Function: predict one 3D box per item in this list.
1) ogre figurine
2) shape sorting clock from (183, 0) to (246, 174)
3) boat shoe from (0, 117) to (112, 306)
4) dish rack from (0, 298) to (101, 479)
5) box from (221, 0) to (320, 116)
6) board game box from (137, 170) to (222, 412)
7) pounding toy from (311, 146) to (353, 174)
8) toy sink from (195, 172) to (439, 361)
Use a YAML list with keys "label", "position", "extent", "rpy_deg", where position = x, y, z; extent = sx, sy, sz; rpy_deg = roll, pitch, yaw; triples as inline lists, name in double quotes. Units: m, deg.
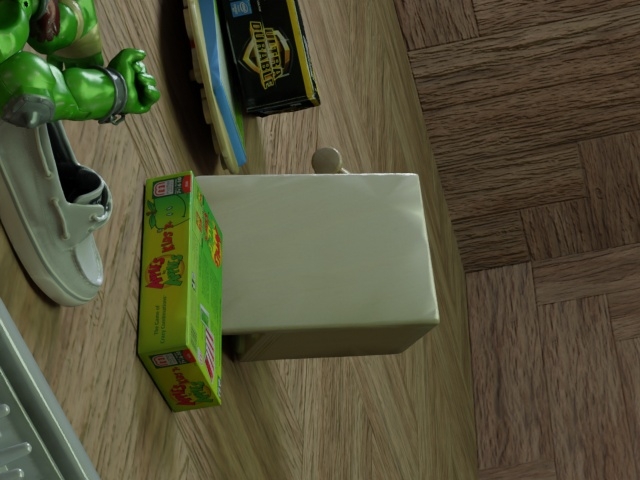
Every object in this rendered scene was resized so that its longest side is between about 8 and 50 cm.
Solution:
- label: "ogre figurine"
  position: [-0.190, -0.140, 0.960]
  extent: [0.197, 0.097, 0.118]
  rpy_deg: [66, 29, -15]
- label: "shape sorting clock"
  position: [-0.109, -0.166, 1.613]
  extent: [0.206, 0.040, 0.206]
  rpy_deg: [-9, 90, -86]
- label: "boat shoe"
  position: [-0.171, -0.029, 1.070]
  extent: [0.066, 0.063, 0.184]
  rpy_deg: [-88, 164, -51]
- label: "dish rack"
  position: [-0.169, 0.156, 0.747]
  extent: [0.285, 0.072, 0.333]
  rpy_deg: [-86, 155, -65]
- label: "box"
  position: [-0.063, -0.263, 1.738]
  extent: [0.322, 0.079, 0.257]
  rpy_deg: [-73, 152, -87]
- label: "board game box"
  position: [-0.115, 0.041, 1.365]
  extent: [0.092, 0.043, 0.181]
  rpy_deg: [68, 16, -50]
- label: "pounding toy"
  position: [0.008, -0.007, 1.703]
  extent: [0.094, 0.181, 0.206]
  rpy_deg: [48, 32, -70]
- label: "toy sink"
  position: [-0.023, 0.029, 1.564]
  extent: [0.131, 0.234, 0.153]
  rpy_deg: [132, -47, -65]
